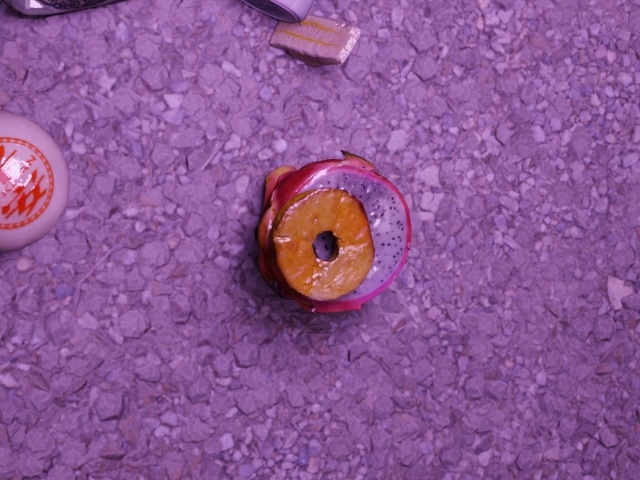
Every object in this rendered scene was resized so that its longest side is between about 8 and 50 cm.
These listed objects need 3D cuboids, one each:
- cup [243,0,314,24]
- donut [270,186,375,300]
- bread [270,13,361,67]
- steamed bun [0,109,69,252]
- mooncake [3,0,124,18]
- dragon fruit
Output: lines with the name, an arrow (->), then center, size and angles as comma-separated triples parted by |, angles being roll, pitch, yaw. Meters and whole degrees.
cup -> -0.039, -0.491, 1.737 | 0.167, 0.221, 0.202 | 25, 88, -45
donut -> -0.001, 0.001, 1.654 | 0.174, 0.074, 0.190 | -40, 115, -10
bread -> -0.009, -0.361, 1.784 | 0.105, 0.152, 0.077 | 29, 83, -22
steamed bun -> -0.509, -0.096, 1.616 | 0.231, 0.145, 0.232 | 1, 87, -32
mooncake -> -0.411, -0.502, 1.655 | 0.254, 0.136, 0.250 | -14, 101, -16
dragon fruit -> 0.014, -0.014, 1.797 | 0.290, 0.189, 0.291 | -4, 103, -19
